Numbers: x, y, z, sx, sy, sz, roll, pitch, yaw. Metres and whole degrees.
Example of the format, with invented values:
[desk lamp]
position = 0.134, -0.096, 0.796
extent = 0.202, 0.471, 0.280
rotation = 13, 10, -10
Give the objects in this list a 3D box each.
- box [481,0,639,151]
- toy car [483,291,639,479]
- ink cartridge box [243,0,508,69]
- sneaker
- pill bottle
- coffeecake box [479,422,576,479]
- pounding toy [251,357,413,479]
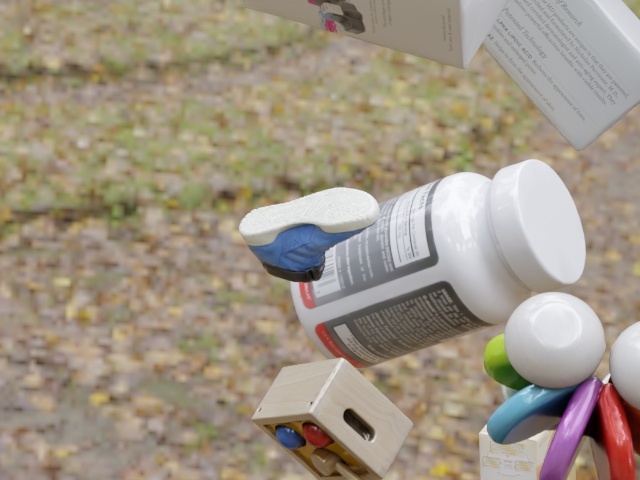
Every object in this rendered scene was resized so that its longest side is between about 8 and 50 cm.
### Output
[box]
position = 0.266, -0.214, 1.763
extent = 0.182, 0.119, 0.181
rotation = 48, 20, -4
[toy car]
position = 0.208, 0.131, 1.269
extent = 0.182, 0.136, 0.159
rotation = 14, -22, 10
[ink cartridge box]
position = 0.021, -0.175, 0.952
extent = 0.181, 0.062, 0.104
rotation = 19, 55, 22
[sneaker]
position = 0.000, -0.001, 1.703
extent = 0.152, 0.085, 0.058
rotation = -12, 42, 20
[pill bottle]
position = 0.157, 0.031, 2.225
extent = 0.363, 0.210, 0.210
rotation = -21, 3, 33
[coffeecake box]
position = 0.229, 0.271, 1.808
extent = 0.068, 0.186, 0.142
rotation = 5, 19, 24
[pounding toy]
position = 0.021, 0.204, 1.679
extent = 0.130, 0.141, 0.100
rotation = -15, 36, 54
